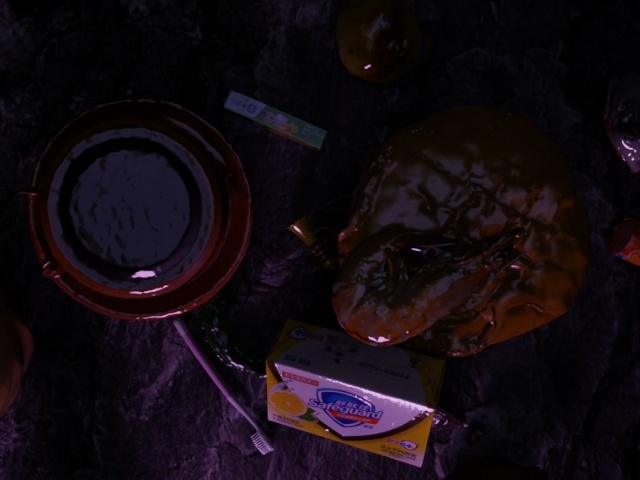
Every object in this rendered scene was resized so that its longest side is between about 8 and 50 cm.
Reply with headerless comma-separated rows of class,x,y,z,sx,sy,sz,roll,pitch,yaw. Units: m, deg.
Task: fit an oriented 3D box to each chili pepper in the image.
chili pepper,-0.149,0.170,1.092,0.073,0.050,0.182,-37,95,-7

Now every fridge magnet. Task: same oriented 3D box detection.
fridge magnet,-0.289,-0.049,1.026,0.364,0.155,0.363,0,93,-3

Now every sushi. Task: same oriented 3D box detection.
sushi,0.587,-0.136,1.067,0.124,0.130,0.332,-38,92,0

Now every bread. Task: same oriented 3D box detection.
bread,0.215,-0.017,1.019,0.399,0.215,0.397,0,93,-1

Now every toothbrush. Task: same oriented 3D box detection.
toothbrush,-0.170,0.252,1.109,0.025,0.020,0.286,-34,93,6

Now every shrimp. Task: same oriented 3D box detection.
shrimp,0.143,0.037,0.897,0.287,0.063,0.152,-33,79,8

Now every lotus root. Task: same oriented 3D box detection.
lotus root,0.283,0.427,1.082,0.210,0.120,0.120,-20,93,1

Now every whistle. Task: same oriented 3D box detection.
whistle,-0.004,0.000,1.104,0.109,0.057,0.046,48,135,-11

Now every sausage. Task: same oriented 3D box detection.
sausage,0.639,0.042,1.104,0.274,0.074,0.074,21,91,-2

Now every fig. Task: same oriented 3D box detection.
fig,0.092,-0.332,1.047,0.136,0.121,0.152,-26,92,-6

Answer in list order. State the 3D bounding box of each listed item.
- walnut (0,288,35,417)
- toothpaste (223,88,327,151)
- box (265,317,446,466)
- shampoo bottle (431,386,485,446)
walnut,-0.635,0.189,0.950,0.384,0.383,0.383,0,92,-2
toothpaste,-0.074,-0.201,1.085,0.179,0.043,0.037,23,94,-3
box,0.051,0.237,1.008,0.265,0.097,0.168,14,133,11
shampoo bottle,0.173,0.275,1.098,0.236,0.068,0.067,29,48,-2
